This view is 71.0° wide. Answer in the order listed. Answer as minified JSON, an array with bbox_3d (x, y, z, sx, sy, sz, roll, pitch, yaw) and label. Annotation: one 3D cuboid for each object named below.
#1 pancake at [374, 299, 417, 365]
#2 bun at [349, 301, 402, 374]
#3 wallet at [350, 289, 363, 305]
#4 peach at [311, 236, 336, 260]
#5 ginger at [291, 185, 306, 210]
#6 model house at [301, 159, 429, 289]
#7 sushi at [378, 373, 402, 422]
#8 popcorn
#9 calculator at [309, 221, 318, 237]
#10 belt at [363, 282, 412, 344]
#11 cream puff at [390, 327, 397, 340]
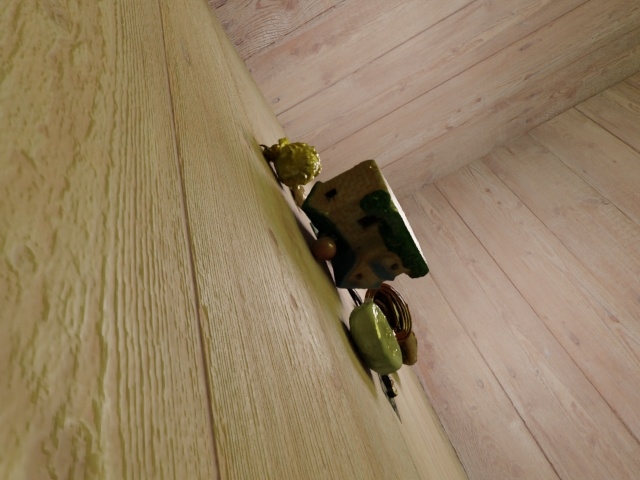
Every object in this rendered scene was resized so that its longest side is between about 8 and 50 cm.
[{"bbox_3d":[0.327,0.405,2.047,0.382,0.071,0.382,60,-14,25],"label":"pancake"},{"bbox_3d":[0.151,0.286,1.312,0.221,0.108,0.221,58,15,-26],"label":"bun"},{"bbox_3d":[0.120,0.180,1.938,0.244,0.025,0.124,60,4,-12],"label":"wallet"},{"bbox_3d":[0.012,0.028,1.444,0.083,0.083,0.083,60,6,-10],"label":"peach"},{"bbox_3d":[-0.082,-0.173,1.772,0.069,0.051,0.173,50,17,-40],"label":"ginger"},{"bbox_3d":[0.131,-0.029,1.579,0.382,0.342,0.334,54,16,-37],"label":"model house"},{"bbox_3d":[0.229,0.476,1.457,0.139,0.031,0.201,60,6,-15],"label":"sushi"},{"bbox_3d":[-0.097,-0.282,1.575,0.195,0.168,0.173,52,42,3],"label":"popcorn"},{"bbox_3d":[0.000,0.000,1.800,0.172,0.018,0.057,63,4,28],"label":"calculator"},{"bbox_3d":[0.263,0.301,1.813,0.105,0.184,0.261,98,-19,-59],"label":"belt"},{"bbox_3d":[0.218,0.354,1.581,0.126,0.103,0.144,51,18,-67],"label":"cream puff"}]
